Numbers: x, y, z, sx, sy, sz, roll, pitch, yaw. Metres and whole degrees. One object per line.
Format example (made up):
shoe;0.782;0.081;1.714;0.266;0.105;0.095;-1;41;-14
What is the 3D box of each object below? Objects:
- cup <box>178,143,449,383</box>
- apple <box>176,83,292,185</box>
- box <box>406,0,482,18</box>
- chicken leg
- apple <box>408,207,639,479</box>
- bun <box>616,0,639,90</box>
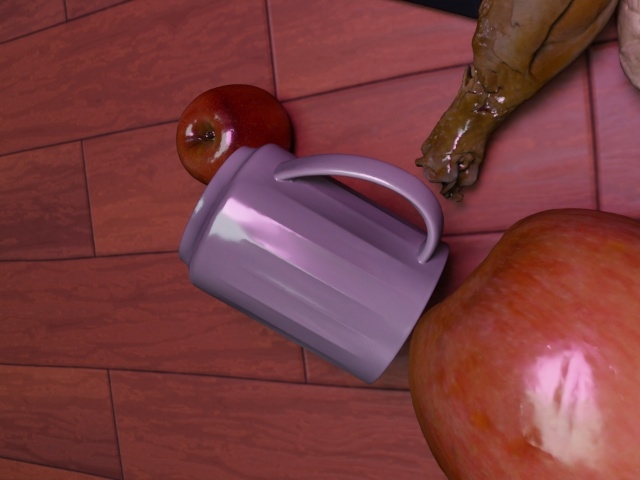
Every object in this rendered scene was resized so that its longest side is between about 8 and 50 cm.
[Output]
cup;0.000;0.000;0.891;0.327;0.236;0.322;31;134;2
apple;-0.141;-0.172;1.059;0.181;0.168;0.180;0;89;31
box;0.125;-0.392;0.892;0.230;0.160;0.050;25;84;25
chicken leg;0.244;-0.230;0.839;0.153;0.201;0.429;16;123;-18
apple;0.293;0.151;0.735;0.346;0.391;0.391;40;113;18
bun;0.463;-0.271;0.721;0.244;0.153;0.243;5;102;25
